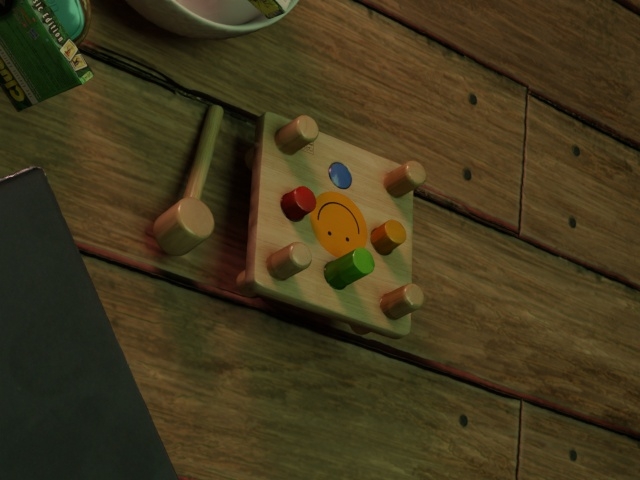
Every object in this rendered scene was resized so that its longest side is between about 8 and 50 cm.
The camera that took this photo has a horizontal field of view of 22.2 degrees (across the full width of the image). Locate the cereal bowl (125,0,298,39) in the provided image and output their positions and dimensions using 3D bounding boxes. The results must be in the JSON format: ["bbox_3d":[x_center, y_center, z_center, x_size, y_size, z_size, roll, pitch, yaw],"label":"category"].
[{"bbox_3d":[-0.171,-0.410,2.080,0.339,0.141,0.338,12,72,-40],"label":"cereal bowl"}]

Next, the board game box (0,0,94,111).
[{"bbox_3d":[-0.374,-0.276,1.863,0.030,0.136,0.259,-47,113,-42],"label":"board game box"}]

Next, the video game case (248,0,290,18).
[{"bbox_3d":[-0.087,-0.429,2.037,0.210,0.042,0.232,39,56,-30],"label":"video game case"}]

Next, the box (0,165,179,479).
[{"bbox_3d":[-0.395,0.237,1.488,0.297,0.472,0.479,-30,101,-43],"label":"box"}]

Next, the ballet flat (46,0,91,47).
[{"bbox_3d":[-0.357,-0.385,1.916,0.116,0.124,0.342,-23,102,-8],"label":"ballet flat"}]

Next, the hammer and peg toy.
[{"bbox_3d":[-0.025,-0.041,2.096,0.361,0.127,0.265,21,58,-31],"label":"hammer and peg toy"}]
